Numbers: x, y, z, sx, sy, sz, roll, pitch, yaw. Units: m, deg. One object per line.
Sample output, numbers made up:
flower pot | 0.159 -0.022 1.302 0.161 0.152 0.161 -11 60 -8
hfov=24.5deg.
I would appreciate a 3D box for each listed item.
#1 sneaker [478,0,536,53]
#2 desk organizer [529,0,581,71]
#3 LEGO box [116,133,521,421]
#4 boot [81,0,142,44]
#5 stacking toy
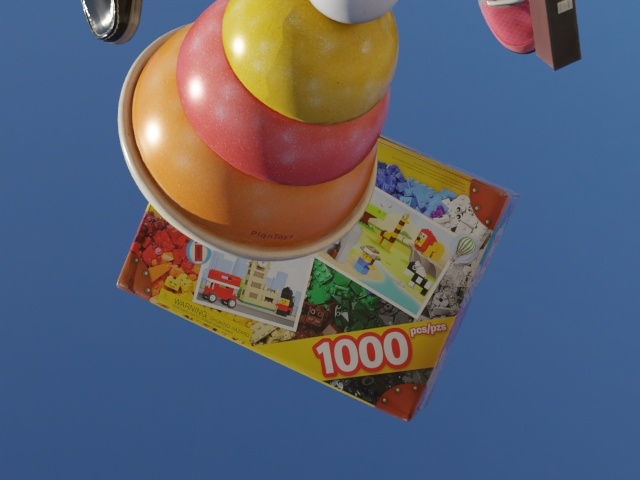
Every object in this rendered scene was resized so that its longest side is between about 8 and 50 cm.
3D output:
sneaker | 0.250 -0.412 2.140 0.136 0.116 0.313 -45 -56 -57
desk organizer | 0.323 -0.306 2.044 0.047 0.130 0.050 -25 -140 -13
LEGO box | 0.000 0.000 2.265 0.500 0.372 0.193 23 -174 12
boot | -0.442 -0.492 2.337 0.284 0.138 0.377 -8 -94 -44
stacking toy | -0.014 -0.217 1.734 0.351 0.480 0.350 11 -120 -20
